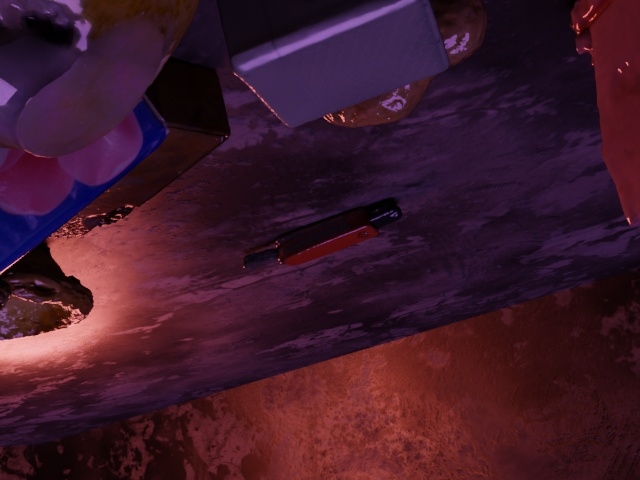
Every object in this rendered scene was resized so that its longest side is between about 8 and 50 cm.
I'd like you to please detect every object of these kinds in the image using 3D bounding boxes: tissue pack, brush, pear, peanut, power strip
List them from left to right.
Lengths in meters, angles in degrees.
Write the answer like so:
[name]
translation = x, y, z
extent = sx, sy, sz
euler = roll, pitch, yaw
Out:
[tissue pack]
translation = -0.287, -0.062, 0.647
extent = 0.269, 0.137, 0.209
euler = -41, -159, -13
[pear]
translation = -0.193, -0.184, 0.444
extent = 0.271, 0.271, 0.271
euler = -12, 162, -4
[brush]
translation = 0.000, 0.001, 1.392
extent = 0.323, 0.051, 0.070
euler = -19, 164, 18
[power strip]
translation = 0.036, -0.212, 0.641
extent = 0.224, 0.140, 0.139
euler = -17, 160, 14
[peanut]
translation = 0.083, -0.190, 0.795
extent = 0.095, 0.108, 0.226
euler = -7, 161, -47

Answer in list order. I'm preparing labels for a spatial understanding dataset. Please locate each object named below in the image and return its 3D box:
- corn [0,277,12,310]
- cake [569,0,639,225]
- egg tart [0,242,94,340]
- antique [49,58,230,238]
[corn]
translation = -0.542, 0.041, 0.940
extent = 0.289, 0.098, 0.098
euler = 22, 146, -27
[cake]
translation = 0.466, -0.183, 0.768
extent = 0.306, 0.314, 0.293
euler = -9, 163, -18
[egg tart]
translation = -0.496, 0.076, 1.161
extent = 0.293, 0.123, 0.294
euler = -9, 160, -3
[antique]
translation = -0.239, -0.096, 0.884
extent = 0.093, 0.088, 0.310
euler = 4, 154, -45
